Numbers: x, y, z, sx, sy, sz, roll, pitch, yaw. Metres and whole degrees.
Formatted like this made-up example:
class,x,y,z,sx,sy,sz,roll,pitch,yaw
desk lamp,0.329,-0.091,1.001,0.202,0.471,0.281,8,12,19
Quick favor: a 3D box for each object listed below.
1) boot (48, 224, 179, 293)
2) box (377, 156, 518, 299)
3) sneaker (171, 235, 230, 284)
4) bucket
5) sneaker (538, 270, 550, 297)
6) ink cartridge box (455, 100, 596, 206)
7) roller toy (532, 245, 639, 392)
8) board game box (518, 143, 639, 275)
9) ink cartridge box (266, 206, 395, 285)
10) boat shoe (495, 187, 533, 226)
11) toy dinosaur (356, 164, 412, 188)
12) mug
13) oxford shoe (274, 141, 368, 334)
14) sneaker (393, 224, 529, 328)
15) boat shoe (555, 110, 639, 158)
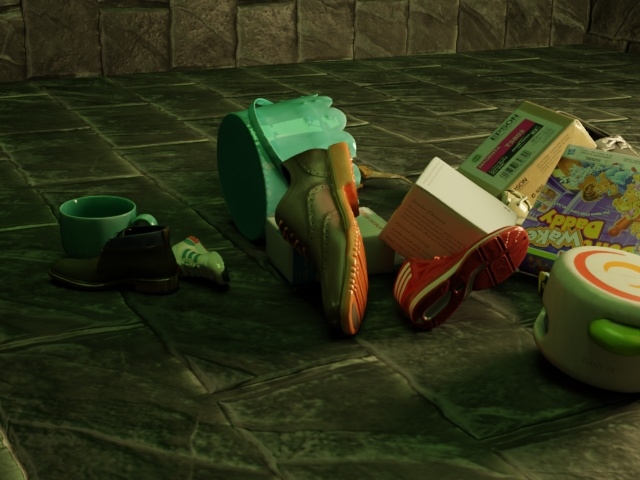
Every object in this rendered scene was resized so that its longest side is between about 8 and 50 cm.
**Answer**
class,x,y,z,sx,sy,sz,roll,pitch,yaw
boot,-0.336,0.021,1.527,0.219,0.106,0.082,4,20,6
box,0.216,-0.024,1.568,0.182,0.119,0.181,36,25,3
sneaker,-0.210,0.046,1.563,0.075,0.057,0.161,-27,32,-22
bucket,-0.067,-0.133,1.756,0.183,0.281,0.281,-13,24,-24
sneaker,0.393,0.083,1.482,0.059,0.053,0.144,0,21,-10
ink cartridge box,0.403,-0.157,1.902,0.235,0.088,0.193,-46,29,-1
roller toy,0.394,0.109,1.275,0.209,0.146,0.191,-8,32,-34
board game box,0.519,-0.017,1.538,0.347,0.078,0.233,18,66,38
ink cartridge box,0.016,0.007,1.624,0.190,0.082,0.139,-5,22,-20
boat shoe,0.351,-0.042,1.753,0.302,0.098,0.109,1,20,0
toy dinosaur,0.095,-0.146,2.075,0.211,0.064,0.112,5,19,8
mug,-0.372,-0.009,1.621,0.157,0.097,0.129,20,27,40
oxford shoe,0.000,0.000,1.477,0.132,0.130,0.364,-8,46,3
sneaker,0.202,0.031,1.447,0.221,0.087,0.128,-33,33,-9
boat shoe,0.670,-0.242,2.324,0.112,0.095,0.335,-8,22,-24
